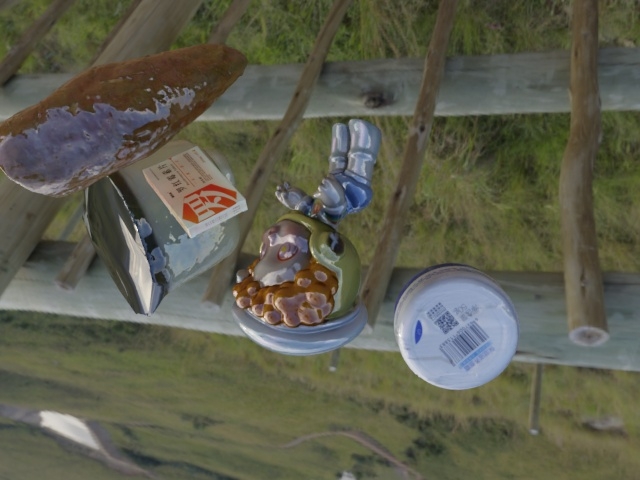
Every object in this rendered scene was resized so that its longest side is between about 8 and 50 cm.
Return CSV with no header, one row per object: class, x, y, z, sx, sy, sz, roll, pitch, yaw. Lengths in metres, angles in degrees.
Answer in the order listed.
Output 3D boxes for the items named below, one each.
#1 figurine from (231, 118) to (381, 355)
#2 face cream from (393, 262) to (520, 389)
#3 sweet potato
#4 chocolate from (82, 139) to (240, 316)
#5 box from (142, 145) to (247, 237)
figurine,0.019,0.000,0.949,0.205,0.381,0.225,28,180,-34
face cream,0.230,0.147,1.042,0.206,0.111,0.205,1,100,4
sweet potato,-0.184,-0.128,0.586,0.097,0.252,0.097,49,160,24
chocolate,-0.317,-0.048,1.311,0.314,0.297,0.326,52,141,24
box,-0.114,-0.046,0.548,0.093,0.058,0.015,46,154,34
